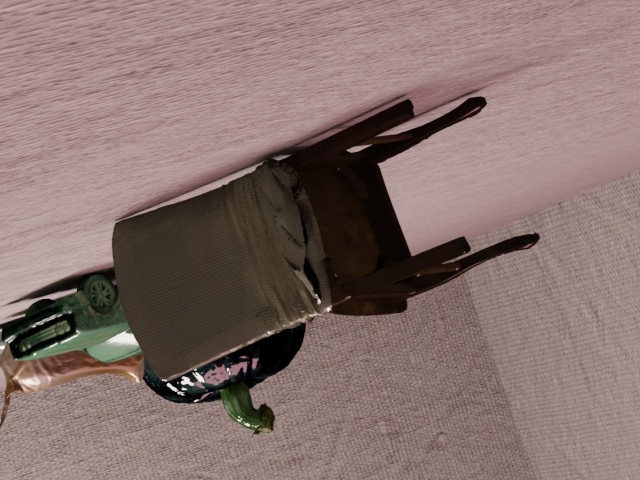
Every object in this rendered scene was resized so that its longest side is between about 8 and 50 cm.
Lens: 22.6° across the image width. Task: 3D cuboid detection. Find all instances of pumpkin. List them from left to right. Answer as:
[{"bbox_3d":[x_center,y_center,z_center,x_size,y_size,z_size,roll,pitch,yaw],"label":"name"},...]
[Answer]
[{"bbox_3d":[-0.129,0.156,2.204,0.248,0.248,0.248,-19,176,-1],"label":"pumpkin"}]

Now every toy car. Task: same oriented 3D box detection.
[{"bbox_3d":[-0.210,0.081,1.877,0.141,0.097,0.320,-23,175,38],"label":"toy car"}]

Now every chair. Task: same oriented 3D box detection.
[{"bbox_3d":[0.000,0.000,1.391,0.319,0.160,0.186,-24,172,30],"label":"chair"}]

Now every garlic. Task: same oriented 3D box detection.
[{"bbox_3d":[-0.319,0.142,1.965,0.198,0.129,0.090,-21,-167,-23],"label":"garlic"}]

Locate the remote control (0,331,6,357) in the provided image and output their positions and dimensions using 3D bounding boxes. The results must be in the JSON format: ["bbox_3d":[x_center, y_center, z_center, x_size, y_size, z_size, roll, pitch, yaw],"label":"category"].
[{"bbox_3d":[-0.334,0.113,2.098,0.256,0.045,0.097,-19,177,-45],"label":"remote control"}]
